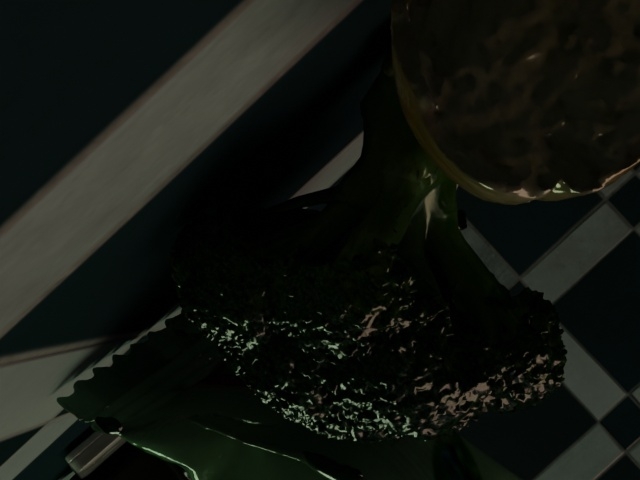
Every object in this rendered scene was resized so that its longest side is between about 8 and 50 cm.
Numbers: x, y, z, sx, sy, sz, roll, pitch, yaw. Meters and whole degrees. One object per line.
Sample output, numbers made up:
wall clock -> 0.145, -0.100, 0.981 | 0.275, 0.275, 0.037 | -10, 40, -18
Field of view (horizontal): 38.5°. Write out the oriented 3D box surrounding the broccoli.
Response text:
broccoli -> 0.054, 0.013, 0.674 | 0.297, 0.297, 0.297 | -66, 169, 13

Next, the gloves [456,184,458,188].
gloves -> 0.180, -0.079, 1.574 | 0.229, 0.097, 0.119 | -50, 177, 7

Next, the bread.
bread -> 0.162, -0.155, 0.457 | 0.314, 0.171, 0.192 | -42, 177, 6

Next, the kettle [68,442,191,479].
kettle -> -0.215, 0.437, 1.441 | 0.262, 0.308, 0.203 | -38, -170, -8

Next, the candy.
candy -> -0.016, 0.188, 0.825 | 0.263, 0.398, 0.172 | -19, 133, -59

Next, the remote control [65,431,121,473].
remote control -> -0.306, 0.289, 1.287 | 0.103, 0.034, 0.250 | -40, 175, -20

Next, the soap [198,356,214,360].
soap -> -0.119, 0.159, 1.248 | 0.182, 0.112, 0.289 | -46, 173, 8
